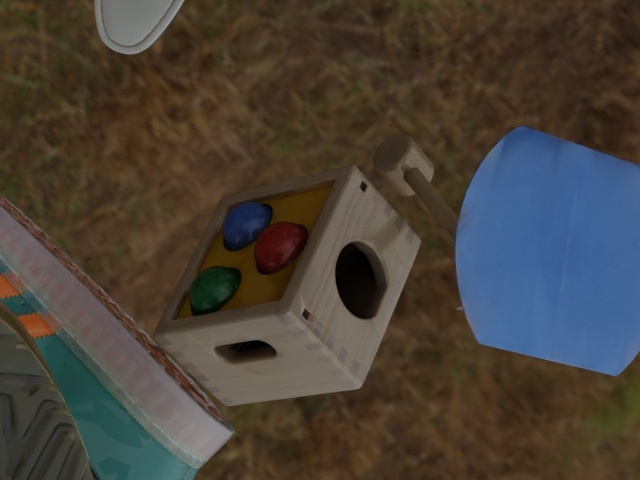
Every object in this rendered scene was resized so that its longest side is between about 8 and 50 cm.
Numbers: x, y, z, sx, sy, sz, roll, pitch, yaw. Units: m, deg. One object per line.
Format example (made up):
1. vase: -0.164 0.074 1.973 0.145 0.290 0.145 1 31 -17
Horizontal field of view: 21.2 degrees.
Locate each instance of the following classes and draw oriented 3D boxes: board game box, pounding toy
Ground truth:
1. board game box: 0.139 0.007 1.044 0.169 0.033 0.133 15 81 -33
2. pounding toy: 0.009 -0.006 1.147 0.094 0.181 0.206 47 50 -30

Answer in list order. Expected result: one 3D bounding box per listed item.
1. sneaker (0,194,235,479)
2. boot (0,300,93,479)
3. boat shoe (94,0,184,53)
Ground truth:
1. sneaker: -0.191 0.051 0.993 0.121 0.302 0.108 -47 157 -2
2. boot: -0.141 0.073 0.642 0.089 0.269 0.236 -14 116 -11
3. boat shoe: -0.143 -0.296 1.587 0.079 0.095 0.254 -32 136 -80
